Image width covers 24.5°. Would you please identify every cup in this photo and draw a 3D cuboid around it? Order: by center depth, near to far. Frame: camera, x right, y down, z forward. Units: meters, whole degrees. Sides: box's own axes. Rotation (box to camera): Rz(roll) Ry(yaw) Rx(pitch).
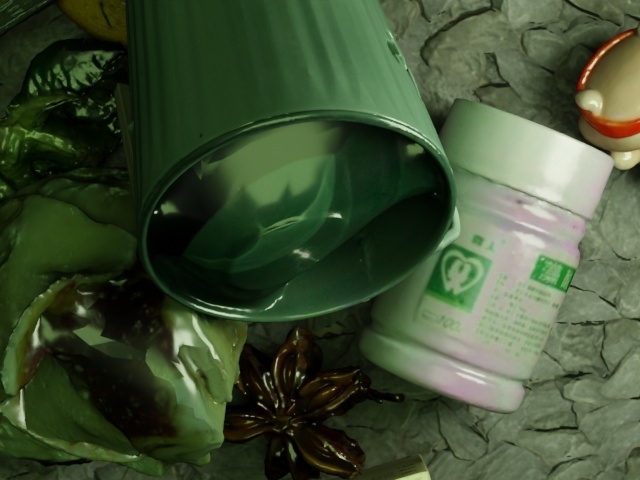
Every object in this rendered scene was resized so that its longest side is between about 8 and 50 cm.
[{"bbox_3d":[-0.040,-0.119,1.549,0.310,0.401,0.392,-16,53,4],"label":"cup"}]

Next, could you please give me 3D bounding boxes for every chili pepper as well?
[{"bbox_3d":[-0.308,-0.130,1.747,0.148,0.116,0.264,27,104,-8],"label":"chili pepper"}]

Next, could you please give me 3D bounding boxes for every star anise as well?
[{"bbox_3d":[-0.029,0.210,1.781,0.220,0.126,0.190,33,92,18],"label":"star anise"}]

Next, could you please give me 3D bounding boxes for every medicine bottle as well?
[{"bbox_3d":[0.194,0.019,1.739,0.212,0.212,0.325,21,92,-5],"label":"medicine bottle"}]

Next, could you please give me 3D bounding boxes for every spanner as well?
[{"bbox_3d":[-0.357,-0.266,1.710,0.325,0.026,0.093,-27,88,26],"label":"spanner"}]

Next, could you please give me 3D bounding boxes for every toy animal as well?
[{"bbox_3d":[0.398,-0.156,1.770,0.171,0.171,0.197,-44,103,0],"label":"toy animal"}]

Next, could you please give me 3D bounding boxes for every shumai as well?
[{"bbox_3d":[-0.219,0.123,1.623,0.395,0.348,0.395,-10,113,-24],"label":"shumai"}]

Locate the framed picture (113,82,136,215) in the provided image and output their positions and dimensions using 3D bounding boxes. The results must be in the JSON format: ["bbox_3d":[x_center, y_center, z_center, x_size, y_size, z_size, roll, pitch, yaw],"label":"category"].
[{"bbox_3d":[-0.086,-0.081,1.688,0.289,0.211,0.020,9,133,-26],"label":"framed picture"}]

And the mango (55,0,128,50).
[{"bbox_3d":[-0.245,-0.320,1.720,0.295,0.120,0.177,28,121,-2],"label":"mango"}]

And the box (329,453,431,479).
[{"bbox_3d":[0.051,0.376,1.812,0.212,0.095,0.168,-16,93,-1],"label":"box"}]
